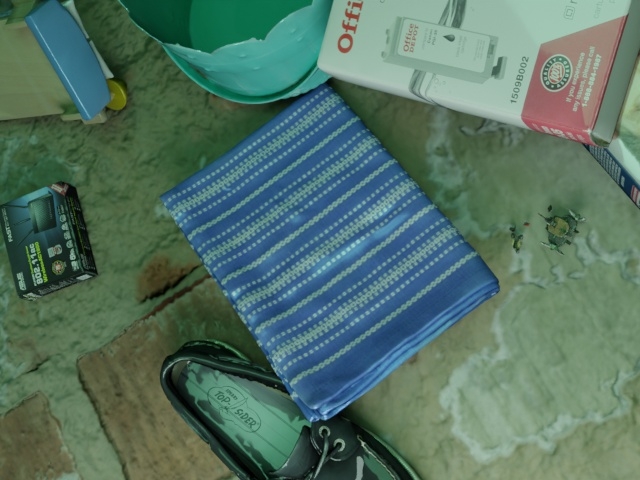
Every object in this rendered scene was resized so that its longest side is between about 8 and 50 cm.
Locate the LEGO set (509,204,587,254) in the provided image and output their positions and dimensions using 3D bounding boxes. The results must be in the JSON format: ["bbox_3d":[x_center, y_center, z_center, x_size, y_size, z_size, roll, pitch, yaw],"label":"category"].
[{"bbox_3d":[0.243,-0.010,1.025,0.083,0.023,0.054,1,78,29],"label":"LEGO set"}]

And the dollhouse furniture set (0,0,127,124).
[{"bbox_3d":[-0.384,-0.291,1.188,0.286,0.303,0.198,-2,38,35],"label":"dollhouse furniture set"}]

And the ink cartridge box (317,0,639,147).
[{"bbox_3d":[0.160,-0.224,0.925,0.283,0.117,0.207,18,98,25],"label":"ink cartridge box"}]

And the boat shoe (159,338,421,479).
[{"bbox_3d":[-0.033,0.214,1.009,0.340,0.113,0.127,39,91,18],"label":"boat shoe"}]

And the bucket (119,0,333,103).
[{"bbox_3d":[-0.077,-0.295,1.065,0.281,0.183,0.281,-5,75,18],"label":"bucket"}]

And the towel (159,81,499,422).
[{"bbox_3d":[0.000,0.000,1.037,0.243,0.040,0.336,-36,63,-3],"label":"towel"}]

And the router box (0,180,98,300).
[{"bbox_3d":[-0.330,0.000,1.167,0.092,0.038,0.122,-21,76,12],"label":"router box"}]

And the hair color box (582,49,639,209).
[{"bbox_3d":[0.310,-0.194,0.993,0.174,0.105,0.347,-39,74,7],"label":"hair color box"}]
